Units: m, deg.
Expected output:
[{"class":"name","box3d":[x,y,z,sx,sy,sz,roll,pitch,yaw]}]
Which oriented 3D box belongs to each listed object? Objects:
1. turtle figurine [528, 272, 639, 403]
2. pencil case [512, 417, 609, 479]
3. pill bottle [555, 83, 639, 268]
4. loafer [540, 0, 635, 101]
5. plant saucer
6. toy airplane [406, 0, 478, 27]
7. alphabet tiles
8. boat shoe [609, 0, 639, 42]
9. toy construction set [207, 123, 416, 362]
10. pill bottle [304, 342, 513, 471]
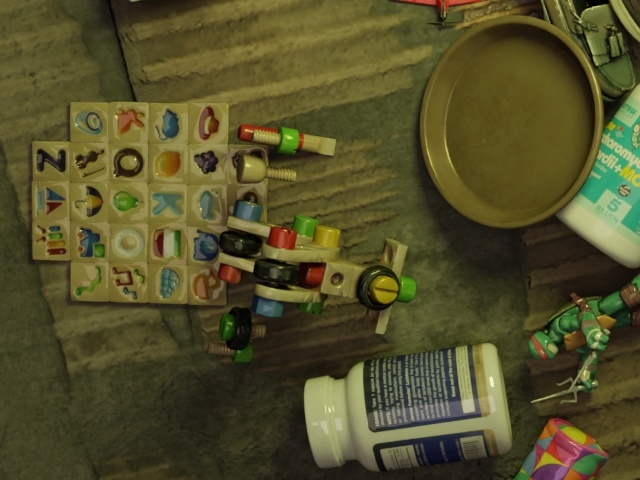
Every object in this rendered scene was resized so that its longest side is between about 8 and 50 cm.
[{"class":"turtle figurine","box3d":[0.363,0.122,1.878,0.234,0.175,0.118,-30,71,1]},{"class":"pencil case","box3d":[0.299,0.360,1.938,0.104,0.104,0.236,30,101,3]},{"class":"pill bottle","box3d":[0.430,-0.105,1.839,0.146,0.146,0.264,35,99,2]},{"class":"loafer","box3d":[0.340,-0.309,1.841,0.084,0.096,0.268,-30,90,49]},{"class":"plant saucer","box3d":[0.252,-0.153,1.851,0.277,0.041,0.278,1,91,39]},{"class":"toy airplane","box3d":[0.167,-0.362,1.903,0.151,0.028,0.151,1,97,6]},{"class":"alphabet tiles","box3d":[-0.242,-0.052,2.002,0.342,0.011,0.285,1,96,7]},{"class":"boat shoe","box3d":[0.415,-0.345,1.795,0.285,0.092,0.103,50,63,-21]},{"class":"toy construction set","box3d":[0.000,0.000,1.902,0.237,0.257,0.309,7,74,-18]},{"class":"pill bottle","box3d":[0.119,0.230,1.915,0.264,0.153,0.153,-9,95,8]}]
